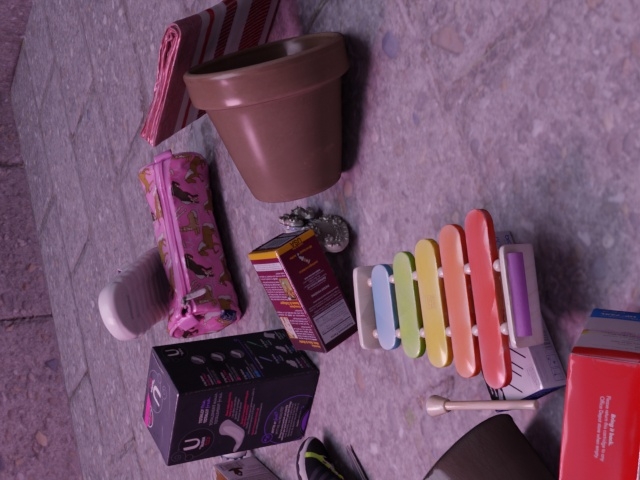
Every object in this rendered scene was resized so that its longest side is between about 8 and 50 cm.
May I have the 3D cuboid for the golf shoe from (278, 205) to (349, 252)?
[{"bbox_3d":[0.000,0.000,1.518,0.176,0.069,0.086,28,142,56],"label":"golf shoe"}]

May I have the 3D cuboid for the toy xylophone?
[{"bbox_3d":[0.165,0.103,1.112,0.322,0.081,0.236,-27,71,56],"label":"toy xylophone"}]

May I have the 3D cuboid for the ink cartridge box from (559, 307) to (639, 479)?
[{"bbox_3d":[0.282,0.157,0.864,0.078,0.231,0.134,6,101,23],"label":"ink cartridge box"}]

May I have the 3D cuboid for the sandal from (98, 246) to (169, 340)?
[{"bbox_3d":[-0.380,0.111,1.894,0.416,0.102,0.169,-20,-88,-77],"label":"sandal"}]

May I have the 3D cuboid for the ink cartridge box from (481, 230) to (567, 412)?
[{"bbox_3d":[0.229,0.101,1.130,0.097,0.046,0.207,-44,56,51],"label":"ink cartridge box"}]

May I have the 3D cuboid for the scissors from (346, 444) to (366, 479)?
[{"bbox_3d":[0.105,0.454,1.423,0.109,0.021,0.297,124,135,-55],"label":"scissors"}]

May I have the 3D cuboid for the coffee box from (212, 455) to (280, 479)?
[{"bbox_3d":[-0.120,0.538,1.741,0.246,0.098,0.141,22,113,57],"label":"coffee box"}]

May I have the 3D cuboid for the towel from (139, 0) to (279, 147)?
[{"bbox_3d":[-0.182,-0.319,1.548,0.037,0.329,0.237,33,130,10],"label":"towel"}]

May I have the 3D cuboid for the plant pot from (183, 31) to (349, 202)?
[{"bbox_3d":[-0.065,-0.190,1.437,0.263,0.263,0.229,21,129,58],"label":"plant pot"}]

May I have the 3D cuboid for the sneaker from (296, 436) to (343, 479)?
[{"bbox_3d":[0.026,0.421,1.498,0.097,0.084,0.235,-31,39,16],"label":"sneaker"}]

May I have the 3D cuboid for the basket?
[{"bbox_3d":[0.234,0.353,1.044,0.227,0.154,0.204,43,108,37],"label":"basket"}]

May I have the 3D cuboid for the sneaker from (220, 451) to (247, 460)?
[{"bbox_3d":[-0.220,0.363,1.905,0.237,0.085,0.086,55,143,39],"label":"sneaker"}]

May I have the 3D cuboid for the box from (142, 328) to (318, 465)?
[{"bbox_3d":[-0.164,0.275,1.610,0.143,0.270,0.165,46,132,47],"label":"box"}]

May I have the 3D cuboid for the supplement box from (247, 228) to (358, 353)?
[{"bbox_3d":[-0.027,0.084,1.472,0.104,0.081,0.188,-6,112,59],"label":"supplement box"}]

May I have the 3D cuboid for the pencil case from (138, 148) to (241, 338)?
[{"bbox_3d":[-0.278,0.007,1.885,0.167,0.160,0.386,-41,58,56],"label":"pencil case"}]
